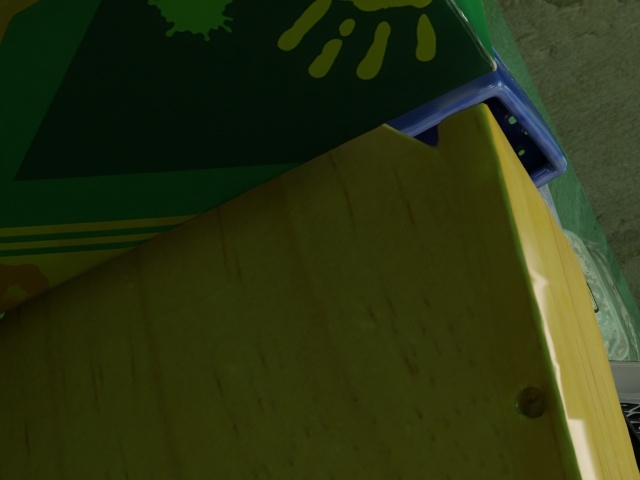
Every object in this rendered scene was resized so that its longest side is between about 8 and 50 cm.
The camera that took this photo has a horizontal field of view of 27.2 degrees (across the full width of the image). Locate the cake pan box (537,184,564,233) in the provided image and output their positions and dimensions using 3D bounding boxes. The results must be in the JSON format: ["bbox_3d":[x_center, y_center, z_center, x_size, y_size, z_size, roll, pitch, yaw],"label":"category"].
[{"bbox_3d":[0.256,0.016,1.869,0.246,0.070,0.266,9,57,-38],"label":"cake pan box"}]

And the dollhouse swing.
[{"bbox_3d":[0.023,0.159,0.767,0.305,0.347,0.315,37,37,-52],"label":"dollhouse swing"}]

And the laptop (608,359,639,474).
[{"bbox_3d":[0.102,0.042,0.992,0.408,0.382,0.236,-15,100,-44],"label":"laptop"}]

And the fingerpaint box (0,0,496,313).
[{"bbox_3d":[-0.116,-0.200,0.796,0.163,0.371,0.444,49,25,-38],"label":"fingerpaint box"}]

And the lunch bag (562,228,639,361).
[{"bbox_3d":[0.379,0.117,2.058,0.287,0.169,0.235,13,52,-60],"label":"lunch bag"}]

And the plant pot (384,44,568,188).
[{"bbox_3d":[0.135,-0.160,1.643,0.236,0.236,0.212,40,26,-51],"label":"plant pot"}]
